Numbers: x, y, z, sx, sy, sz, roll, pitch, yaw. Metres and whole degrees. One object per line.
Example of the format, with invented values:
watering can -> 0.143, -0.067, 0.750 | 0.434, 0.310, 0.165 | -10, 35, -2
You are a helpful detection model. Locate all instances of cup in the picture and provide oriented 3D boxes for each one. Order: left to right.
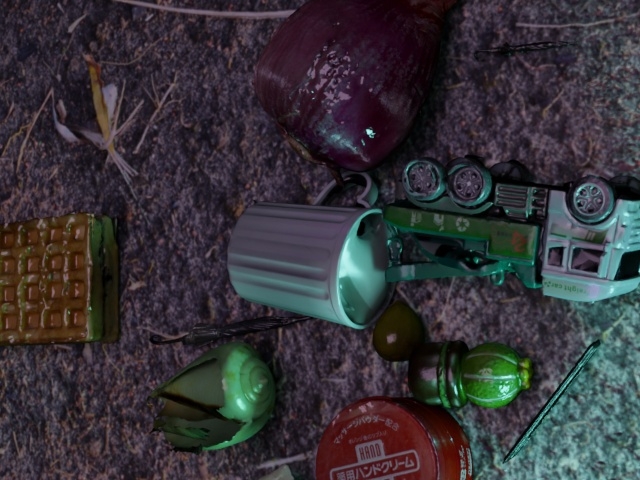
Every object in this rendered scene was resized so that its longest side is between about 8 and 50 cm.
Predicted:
cup -> 0.001, 0.015, 1.895 | 0.202, 0.221, 0.166 | 8, 123, 32

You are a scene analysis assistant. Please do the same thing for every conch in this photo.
conch -> -0.169, 0.244, 1.952 | 0.251, 0.137, 0.143 | -29, 73, 23

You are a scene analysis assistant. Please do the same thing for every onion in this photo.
onion -> 0.048, -0.275, 1.854 | 0.348, 0.159, 0.267 | -54, 51, 6

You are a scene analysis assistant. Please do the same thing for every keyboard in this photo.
keyboard -> 0.302, 0.211, 1.740 | 0.010, 0.064, 0.198 | 38, 104, 16

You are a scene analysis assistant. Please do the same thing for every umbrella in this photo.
umbrella -> -0.133, 0.136, 2.010 | 0.269, 0.044, 0.044 | -8, 55, 19
umbrella -> 0.279, -0.266, 1.827 | 0.149, 0.022, 0.022 | -8, 123, 28

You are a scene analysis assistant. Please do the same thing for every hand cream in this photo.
hand cream -> 0.102, 0.306, 1.805 | 0.193, 0.125, 0.193 | -3, 83, 27

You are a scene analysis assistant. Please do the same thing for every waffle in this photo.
waffle -> -0.470, 0.067, 2.165 | 0.308, 0.091, 0.212 | -4, 82, 27

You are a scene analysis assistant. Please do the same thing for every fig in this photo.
fig -> 0.109, 0.125, 1.852 | 0.074, 0.074, 0.088 | -9, 59, 28

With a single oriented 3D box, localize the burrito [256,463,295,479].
burrito -> -0.176, 0.457, 1.969 | 0.392, 0.076, 0.117 | -31, 72, 22

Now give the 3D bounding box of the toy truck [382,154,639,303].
toy truck -> 0.250, -0.018, 1.742 | 0.363, 0.176, 0.178 | 5, 96, 30

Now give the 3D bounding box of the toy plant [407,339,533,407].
toy plant -> 0.202, 0.178, 1.778 | 0.162, 0.093, 0.092 | -2, 84, 22
